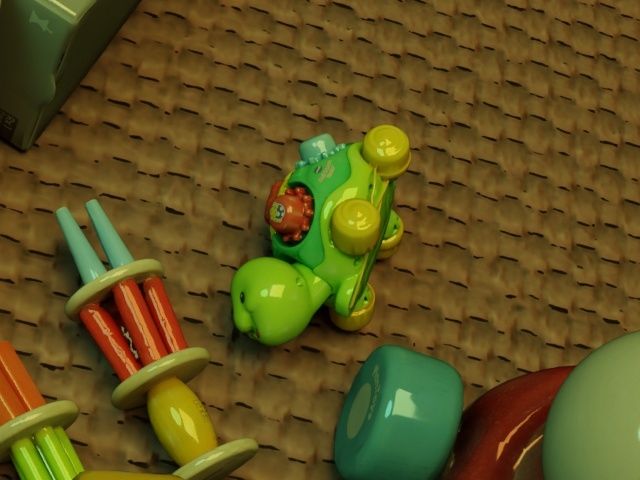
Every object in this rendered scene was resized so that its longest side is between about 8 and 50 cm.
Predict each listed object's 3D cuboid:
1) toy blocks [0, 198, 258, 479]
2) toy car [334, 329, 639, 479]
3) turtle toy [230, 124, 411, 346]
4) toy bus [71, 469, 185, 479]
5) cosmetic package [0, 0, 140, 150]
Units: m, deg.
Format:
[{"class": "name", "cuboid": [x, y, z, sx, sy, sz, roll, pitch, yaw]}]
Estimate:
[{"class": "toy blocks", "cuboid": [-0.114, 0.059, 0.781, 0.123, 0.054, 0.148, -21, 73, -30]}, {"class": "toy car", "cuboid": [0.137, 0.126, 0.743, 0.219, 0.238, 0.210, 21, 57, -12]}, {"class": "turtle toy", "cuboid": [0.000, 0.000, 0.848, 0.066, 0.095, 0.130, 17, 55, 11]}, {"class": "toy bus", "cuboid": [-0.100, 0.254, 0.603, 0.130, 0.108, 0.332, 4, 62, -19]}, {"class": "cosmetic package", "cuboid": [-0.120, -0.177, 0.861, 0.107, 0.127, 0.238, 35, 54, -2]}]
